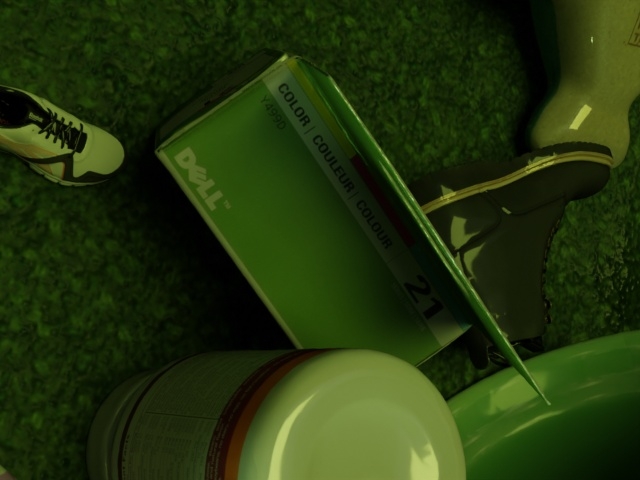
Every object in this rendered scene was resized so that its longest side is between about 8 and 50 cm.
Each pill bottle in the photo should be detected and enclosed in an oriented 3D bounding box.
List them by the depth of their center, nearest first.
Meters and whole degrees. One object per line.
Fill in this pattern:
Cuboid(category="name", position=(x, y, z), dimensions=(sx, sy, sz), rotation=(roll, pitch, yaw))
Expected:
Cuboid(category="pill bottle", position=(-0.037, 0.118, 0.559), dimensions=(0.121, 0.221, 0.121), rotation=(4, 82, -32))

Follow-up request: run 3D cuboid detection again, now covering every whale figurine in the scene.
Cuboid(category="whale figurine", position=(0.222, -0.198, 0.856), dimensions=(0.216, 0.141, 0.272), rotation=(4, 106, -33))

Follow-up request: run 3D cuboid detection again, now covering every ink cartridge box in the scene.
Cuboid(category="ink cartridge box", position=(0.000, 0.000, 0.575), dimensions=(0.097, 0.255, 0.188), rotation=(-34, 104, 0))

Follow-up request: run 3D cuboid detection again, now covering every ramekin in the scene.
Cuboid(category="ramekin", position=(0.204, 0.183, 0.675), dimensions=(0.303, 0.303, 0.148), rotation=(-28, 106, -34))

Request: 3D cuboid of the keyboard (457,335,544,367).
Cuboid(category="keyboard", position=(0.086, 0.031, 0.778), dimensions=(0.192, 0.038, 0.100), rotation=(29, 45, -26))

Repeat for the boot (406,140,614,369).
Cuboid(category="boot", position=(0.155, 0.008, 0.777), dimensions=(0.198, 0.077, 0.137), rotation=(-15, 78, -29))

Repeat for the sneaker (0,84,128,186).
Cuboid(category="sneaker", position=(-0.159, -0.060, 0.612), dimensions=(0.109, 0.044, 0.040), rotation=(17, 72, -33))

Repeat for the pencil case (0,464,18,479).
Cuboid(category="pencil case", position=(-0.176, 0.149, 0.543), dimensions=(0.206, 0.088, 0.086), rotation=(47, 31, -22))
